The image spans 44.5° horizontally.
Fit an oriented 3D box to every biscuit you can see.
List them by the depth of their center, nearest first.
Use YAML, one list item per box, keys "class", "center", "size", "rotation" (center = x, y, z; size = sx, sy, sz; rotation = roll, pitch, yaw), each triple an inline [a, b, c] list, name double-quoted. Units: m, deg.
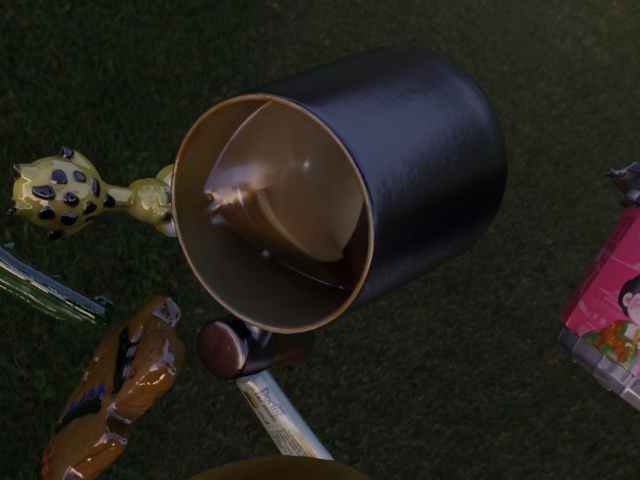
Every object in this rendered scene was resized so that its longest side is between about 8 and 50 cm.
- class: "biscuit"
  center: [-0.247, 0.191, 0.855]
  size: [0.043, 0.278, 0.301]
  rotation: [36, 68, -21]

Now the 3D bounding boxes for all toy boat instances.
- class: "toy boat"
  center: [-0.328, 0.042, 0.882]
  size: [0.210, 0.104, 0.052]
  rotation: [37, 72, -22]

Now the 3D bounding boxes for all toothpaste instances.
- class: "toothpaste"
  center: [-0.045, 0.237, 0.994]
  size: [0.255, 0.067, 0.037]
  rotation: [59, 18, -18]

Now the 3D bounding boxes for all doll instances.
- class: "doll"
  center: [-0.253, -0.053, 1.000]
  size: [0.291, 0.117, 0.086]
  rotation: [3, 18, -42]

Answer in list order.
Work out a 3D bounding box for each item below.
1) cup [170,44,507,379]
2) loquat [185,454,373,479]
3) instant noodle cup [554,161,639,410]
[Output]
- class: "cup"
  center: [0.015, -0.001, 0.519]
  size: [0.166, 0.239, 0.177]
  rotation: [10, 21, 29]
- class: "loquat"
  center: [-0.048, 0.336, 0.571]
  size: [0.359, 0.328, 0.328]
  rotation: [-15, 67, -45]
- class: "instant noodle cup"
  center: [0.334, 0.075, 0.707]
  size: [0.258, 0.181, 0.302]
  rotation: [32, 7, -31]
